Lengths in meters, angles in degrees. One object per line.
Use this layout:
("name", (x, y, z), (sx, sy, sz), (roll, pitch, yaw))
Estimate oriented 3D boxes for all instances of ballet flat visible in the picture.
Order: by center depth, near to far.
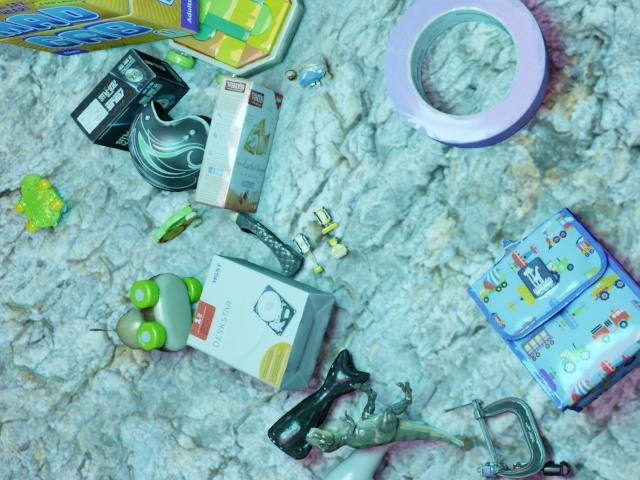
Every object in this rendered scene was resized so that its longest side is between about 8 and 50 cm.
("ballet flat", (-0.106, 0.002, 1.849), (0.173, 0.057, 0.049), (38, 88, 14))

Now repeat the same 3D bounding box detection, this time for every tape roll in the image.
("tape roll", (0.253, -0.299, 1.723), (0.275, 0.090, 0.274), (-1, 88, 18))

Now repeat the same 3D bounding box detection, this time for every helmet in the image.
("helmet", (-0.275, -0.175, 1.858), (0.162, 0.169, 0.169), (2, 89, 1))

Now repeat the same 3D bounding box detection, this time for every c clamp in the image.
("c clamp", (0.306, 0.337, 1.707), (0.137, 0.022, 0.160), (-23, 63, 2))

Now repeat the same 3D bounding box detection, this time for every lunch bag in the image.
("lunch bag", (0.404, 0.103, 1.660), (0.221, 0.138, 0.293), (-44, 64, 14))

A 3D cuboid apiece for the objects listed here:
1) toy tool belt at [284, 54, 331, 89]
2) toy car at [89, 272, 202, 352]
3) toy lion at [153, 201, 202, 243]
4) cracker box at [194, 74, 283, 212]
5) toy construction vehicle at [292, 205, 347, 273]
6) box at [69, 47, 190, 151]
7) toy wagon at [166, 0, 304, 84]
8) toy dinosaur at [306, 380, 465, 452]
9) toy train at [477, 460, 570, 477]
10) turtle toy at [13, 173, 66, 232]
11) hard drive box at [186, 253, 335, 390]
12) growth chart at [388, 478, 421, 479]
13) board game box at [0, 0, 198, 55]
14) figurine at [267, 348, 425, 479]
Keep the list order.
("toy tool belt", (-0.023, -0.302, 1.835), (0.083, 0.052, 0.051), (-23, 73, 17))
("toy car", (-0.337, 0.146, 1.886), (0.189, 0.155, 0.148), (-12, 85, 30))
("toy lion", (-0.274, -0.028, 1.890), (0.096, 0.100, 0.034), (-33, 80, -4))
("cracker box", (-0.147, -0.171, 1.817), (0.067, 0.156, 0.232), (13, 93, 18))
("toy construction vehicle", (0.000, 0.000, 1.833), (0.086, 0.035, 0.098), (-34, 81, 4))
("box", (-0.360, -0.263, 1.896), (0.180, 0.147, 0.077), (-44, 76, 12))
("toy wagon", (-0.205, -0.448, 1.890), (0.345, 0.068, 0.267), (26, 96, 17))
("toy dinosaur", (0.109, 0.303, 1.713), (0.268, 0.064, 0.118), (-2, 77, 0))
("toy train", (0.345, 0.392, 1.702), (0.158, 0.036, 0.027), (-6, 87, 18))
("turtle toy", (-0.560, -0.080, 2.000), (0.095, 0.066, 0.130), (-38, 77, 14))
("hard drive box", (-0.109, 0.146, 1.801), (0.232, 0.089, 0.181), (19, 95, 36))
("growth chart", (0.112, 0.516, 1.786), (0.237, 0.021, 0.171), (-9, 85, 17))
("board game box", (-0.466, -0.554, 1.788), (0.356, 0.356, 0.356), (-1, 88, 34))
("figurine", (0.051, 0.335, 1.774), (0.215, 0.092, 0.209), (40, 90, 14))
